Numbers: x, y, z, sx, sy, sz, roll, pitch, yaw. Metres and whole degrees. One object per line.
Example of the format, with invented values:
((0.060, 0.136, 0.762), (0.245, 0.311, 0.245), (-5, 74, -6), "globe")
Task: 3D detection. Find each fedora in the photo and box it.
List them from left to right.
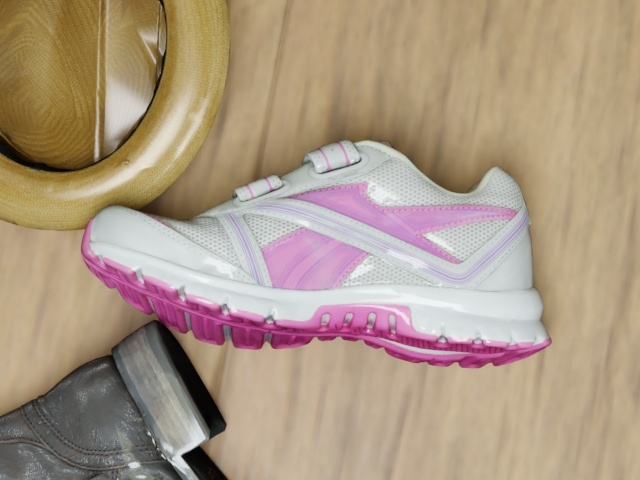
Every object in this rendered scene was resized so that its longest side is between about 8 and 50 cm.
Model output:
((-0.136, -0.102, 1.016), (0.194, 0.079, 0.194), (0, 90, 3), "fedora")

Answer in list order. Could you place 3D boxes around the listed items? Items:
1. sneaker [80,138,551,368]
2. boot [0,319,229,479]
((0.000, 0.000, 0.987), (0.252, 0.103, 0.111), (7, 77, -10), "sneaker")
((-0.136, 0.188, 0.978), (0.229, 0.091, 0.263), (-28, 77, 3), "boot")
